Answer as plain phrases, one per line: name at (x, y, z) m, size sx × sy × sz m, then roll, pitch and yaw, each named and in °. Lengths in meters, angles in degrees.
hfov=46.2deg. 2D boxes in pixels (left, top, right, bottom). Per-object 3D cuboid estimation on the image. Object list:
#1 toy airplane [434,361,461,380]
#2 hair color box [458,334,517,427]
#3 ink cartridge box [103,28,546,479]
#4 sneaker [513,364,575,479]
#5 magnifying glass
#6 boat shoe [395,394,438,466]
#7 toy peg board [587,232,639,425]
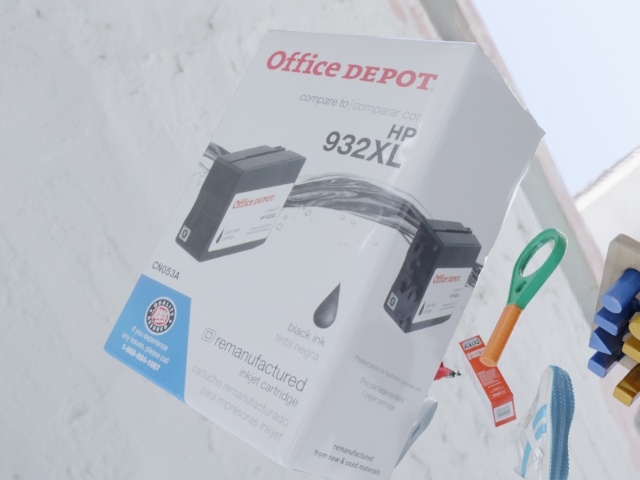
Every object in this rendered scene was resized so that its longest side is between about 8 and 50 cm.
toy airplane at (0.157, 0.213, 1.236) m, size 0.151 × 0.151 × 0.028 m, roll 21°, pitch -109°, yaw -40°
hair color box at (0.346, 0.290, 1.558) m, size 0.167 × 0.053 × 0.093 m, roll -113°, pitch 2°, yaw -47°
ink cartridge box at (0.000, 0.000, 0.592) m, size 0.129 × 0.223 × 0.308 m, roll 34°, pitch -102°, yaw -47°
sneaker at (0.407, 0.340, 1.383) m, size 0.087 × 0.092 × 0.229 m, roll 6°, pitch -89°, yaw -41°
magnifying glass at (0.288, 0.078, 1.074) m, size 0.026 × 0.092 × 0.231 m, roll 38°, pitch -112°, yaw -10°
boat shoe at (0.089, 0.255, 1.038) m, size 0.183 × 0.083 × 0.065 m, roll -23°, pitch -49°, yaw -56°
toy peg board at (0.293, 0.105, 0.645) m, size 0.079 × 0.160 × 0.161 m, roll -38°, pitch -38°, yaw -22°
